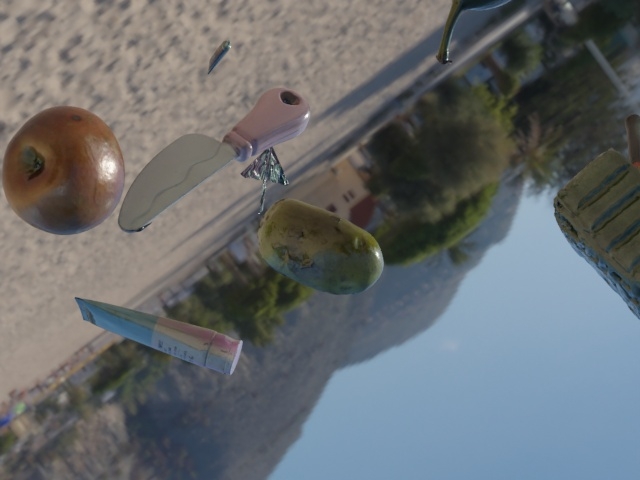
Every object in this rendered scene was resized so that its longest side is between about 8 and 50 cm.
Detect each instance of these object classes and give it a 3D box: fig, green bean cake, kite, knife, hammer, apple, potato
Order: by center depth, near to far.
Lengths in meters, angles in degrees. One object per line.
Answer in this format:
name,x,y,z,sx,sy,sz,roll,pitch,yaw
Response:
knife,-0.132,-0.108,1.213,0.336,0.081,0.043,-37,158,-42
green bean cake,0.422,0.008,1.355,0.125,0.222,0.227,-43,154,4
hammer,0.514,-0.118,1.638,0.033,0.111,0.288,-29,-156,32
fig,0.249,-0.430,1.736,0.259,0.151,0.151,-50,-176,-5
apple,-0.507,-0.137,1.977,0.253,0.254,0.253,-37,-177,2
potato,0.000,0.000,2.003,0.160,0.271,0.111,-60,172,-28
kite,-0.122,-0.135,2.219,0.139,0.157,0.011,6,-177,-40

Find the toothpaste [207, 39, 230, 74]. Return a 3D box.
toothpaste,-0.225,-0.408,2.222,0.140,0.021,0.037,149,-49,-61

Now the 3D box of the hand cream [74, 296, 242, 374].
hand cream,-0.302,0.169,1.871,0.111,0.312,0.070,100,10,-64
